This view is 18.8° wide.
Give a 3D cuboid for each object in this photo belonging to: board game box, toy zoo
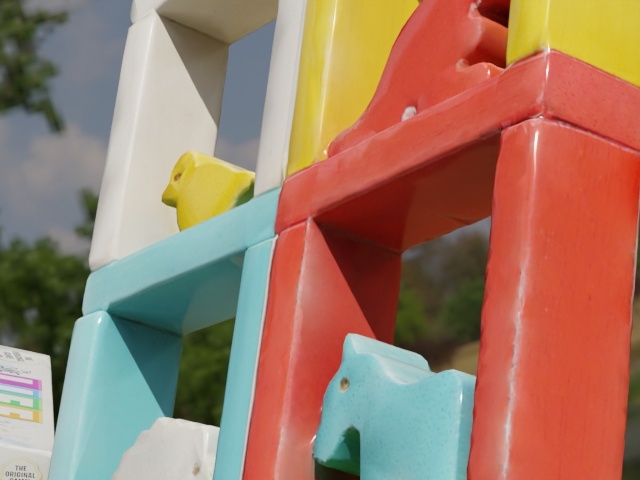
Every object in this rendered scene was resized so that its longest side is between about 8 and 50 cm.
[{"bbox_3d":[-0.139,0.053,0.622,0.103,0.026,0.154,13,5,-10],"label":"board game box"},{"bbox_3d":[0.000,0.000,0.449,0.030,0.293,0.192,20,-24,-30],"label":"toy zoo"}]
